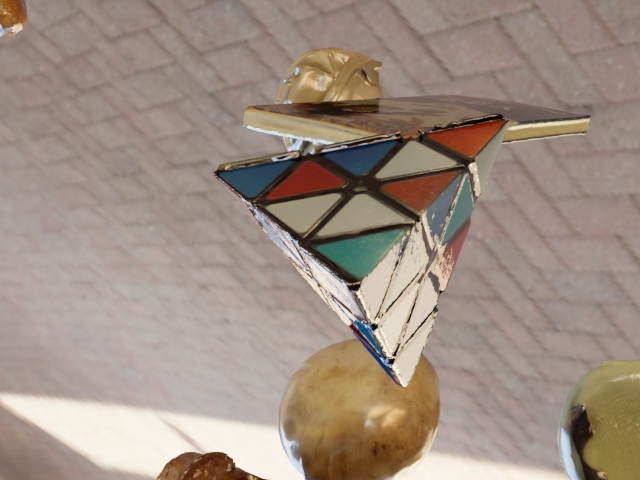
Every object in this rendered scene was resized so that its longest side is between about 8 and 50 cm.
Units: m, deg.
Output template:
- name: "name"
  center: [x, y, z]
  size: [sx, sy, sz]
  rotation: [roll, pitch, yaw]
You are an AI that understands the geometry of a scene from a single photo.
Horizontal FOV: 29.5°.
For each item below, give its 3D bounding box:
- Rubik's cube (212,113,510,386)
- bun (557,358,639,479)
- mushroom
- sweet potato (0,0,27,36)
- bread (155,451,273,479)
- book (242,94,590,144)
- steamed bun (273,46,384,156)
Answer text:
- name: "Rubik's cube"
  center: [0.000, 0.000, 1.128]
  size: [0.234, 0.284, 0.250]
  rotation: [23, 138, 21]
- name: "bun"
  center: [0.571, 0.348, 2.181]
  size: [0.293, 0.293, 0.187]
  rotation: [30, -171, 7]
- name: "mushroom"
  center: [0.055, 0.250, 1.719]
  size: [0.255, 0.255, 0.184]
  rotation: [19, 155, 30]
- name: "sweet potato"
  center: [-0.486, -0.368, 1.730]
  size: [0.354, 0.106, 0.095]
  rotation: [34, 143, 43]
- name: "bread"
  center: [-0.158, 0.413, 1.647]
  size: [0.232, 0.247, 0.135]
  rotation: [35, 170, -29]
- name: "book"
  center: [0.144, -0.172, 1.752]
  size: [0.300, 0.428, 0.039]
  rotation: [15, 108, 45]
- name: "steamed bun"
  center: [0.001, -0.226, 2.009]
  size: [0.144, 0.218, 0.211]
  rotation: [18, 143, -32]
